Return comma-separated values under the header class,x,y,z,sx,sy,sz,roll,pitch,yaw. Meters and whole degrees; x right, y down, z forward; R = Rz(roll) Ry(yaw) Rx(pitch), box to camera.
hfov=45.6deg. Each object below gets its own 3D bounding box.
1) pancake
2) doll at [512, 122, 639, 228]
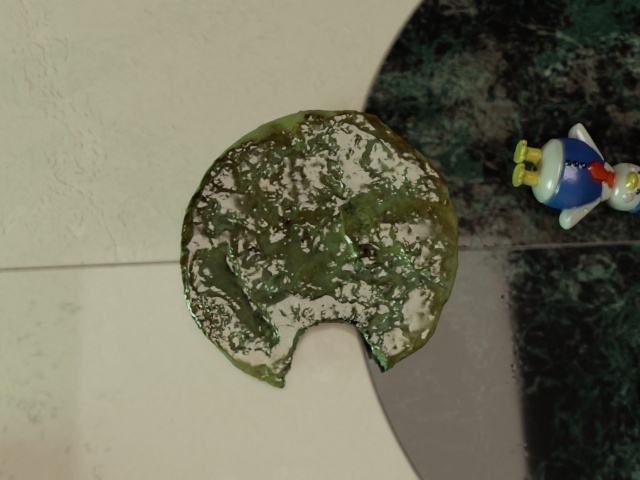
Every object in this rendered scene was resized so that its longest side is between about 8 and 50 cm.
class,x,y,z,sx,sy,sz,roll,pitch,yaw
pancake,0.000,0.000,0.660,0.254,0.037,0.253,1,76,-3
doll,0.240,-0.053,0.673,0.143,0.057,0.098,13,77,-4
